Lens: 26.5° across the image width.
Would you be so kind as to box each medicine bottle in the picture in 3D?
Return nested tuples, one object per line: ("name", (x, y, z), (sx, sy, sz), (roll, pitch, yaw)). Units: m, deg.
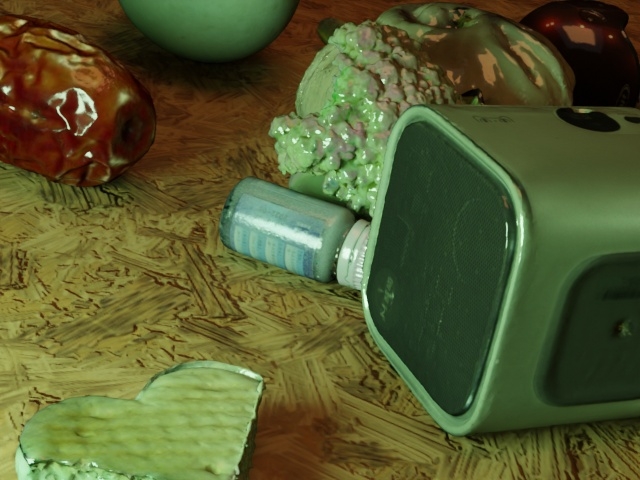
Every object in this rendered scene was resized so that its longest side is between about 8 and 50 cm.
("medicine bottle", (0.000, 0.000, 1.396), (0.203, 0.084, 0.083), (19, 26, 21))

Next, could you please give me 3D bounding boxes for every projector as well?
("projector", (0.206, 0.020, 1.236), (0.249, 0.248, 0.248), (-2, 28, -25))

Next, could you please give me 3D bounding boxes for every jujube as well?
("jujube", (-0.302, -0.157, 1.512), (0.250, 0.174, 0.174), (19, 26, 25))

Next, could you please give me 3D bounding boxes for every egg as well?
("egg", (-0.168, -0.403, 1.968), (0.276, 0.276, 0.389), (1, 24, -19))

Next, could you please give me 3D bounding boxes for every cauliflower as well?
("cauliflower", (0.048, -0.092, 1.491), (0.256, 0.315, 0.239), (47, 47, -17))

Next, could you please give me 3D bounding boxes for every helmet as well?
("helmet", (0.354, -0.242, 1.936), (0.193, 0.189, 0.216), (-15, 42, -39))

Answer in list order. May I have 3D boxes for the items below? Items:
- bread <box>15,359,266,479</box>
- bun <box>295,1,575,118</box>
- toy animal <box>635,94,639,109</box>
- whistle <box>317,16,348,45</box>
("bread", (-0.110, 0.165, 1.021), (0.232, 0.064, 0.172), (-16, 36, -42))
("bun", (0.158, -0.186, 1.708), (0.359, 0.211, 0.360), (8, 25, -4))
("toy animal", (0.521, -0.207, 2.038), (0.098, 0.098, 0.137), (23, 27, 25))
("whistle", (0.073, -0.261, 2.022), (0.067, 0.057, 0.326), (4, 25, -21))
